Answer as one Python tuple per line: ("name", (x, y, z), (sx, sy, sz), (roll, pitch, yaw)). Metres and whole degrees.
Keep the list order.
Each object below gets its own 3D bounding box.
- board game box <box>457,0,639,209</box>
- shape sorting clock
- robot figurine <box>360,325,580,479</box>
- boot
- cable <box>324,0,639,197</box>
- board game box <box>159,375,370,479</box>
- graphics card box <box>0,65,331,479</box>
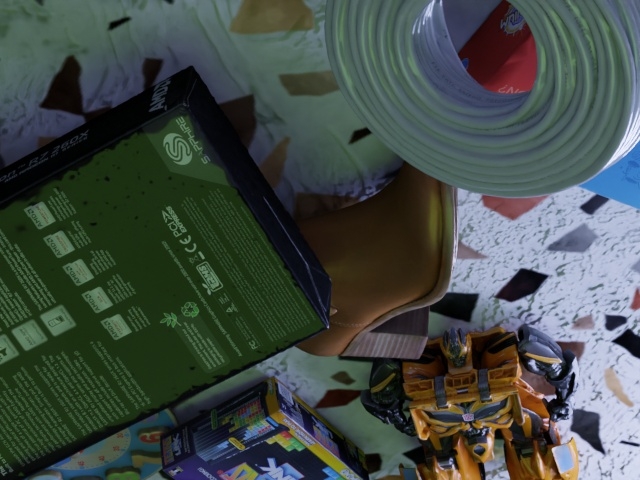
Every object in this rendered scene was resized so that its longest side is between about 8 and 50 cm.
("board game box", (0.271, -0.160, 1.530), (0.242, 0.064, 0.316), (18, 136, -21))
("shape sorting clock", (-0.243, 0.197, 1.970), (0.206, 0.040, 0.206), (0, 141, 0))
("robot figurine", (0.159, 0.188, 1.931), (0.211, 0.085, 0.291), (-10, 139, 10))
("boot", (0.000, 0.000, 1.706), (0.220, 0.109, 0.283), (8, 147, -5))
("cable", (0.127, -0.147, 1.446), (0.257, 0.089, 0.257), (43, 132, -2))
("board game box", (-0.054, 0.220, 1.978), (0.141, 0.048, 0.170), (-30, 134, 18))
("graphics card box", (-0.203, 0.044, 1.630), (0.371, 0.094, 0.233), (-27, 111, 15))
